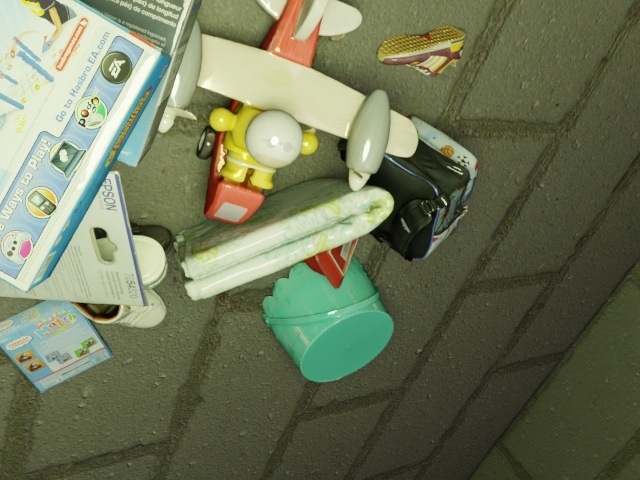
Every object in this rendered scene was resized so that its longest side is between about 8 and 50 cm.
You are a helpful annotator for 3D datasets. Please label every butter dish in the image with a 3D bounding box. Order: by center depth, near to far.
[{"bbox_3d":[0.000,0.000,1.629,0.160,0.118,0.160,58,47,-51],"label":"butter dish"}]

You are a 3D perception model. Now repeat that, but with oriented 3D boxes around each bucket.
[{"bbox_3d":[0.023,0.181,1.780,0.281,0.183,0.281,-21,141,-18],"label":"bucket"}]

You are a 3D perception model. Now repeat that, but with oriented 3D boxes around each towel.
[{"bbox_3d":[-0.081,-0.015,1.378,0.375,0.320,0.090,-22,104,-8],"label":"towel"}]

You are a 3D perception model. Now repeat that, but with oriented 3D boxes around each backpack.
[{"bbox_3d":[0.178,-0.100,1.552,0.213,0.276,0.263,-31,149,-28],"label":"backpack"}]

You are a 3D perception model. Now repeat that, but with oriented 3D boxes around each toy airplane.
[{"bbox_3d":[-0.067,-0.217,1.193,0.386,0.272,0.384,-21,124,4],"label":"toy airplane"}]

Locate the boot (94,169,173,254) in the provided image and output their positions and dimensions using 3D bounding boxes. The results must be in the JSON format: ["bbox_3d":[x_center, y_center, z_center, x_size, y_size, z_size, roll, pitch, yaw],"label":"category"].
[{"bbox_3d":[-0.369,-0.048,1.303,0.263,0.091,0.229,-10,137,-27],"label":"boot"}]

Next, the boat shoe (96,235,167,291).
[{"bbox_3d":[-0.408,0.045,1.244,0.320,0.116,0.099,0,163,-4],"label":"boat shoe"}]

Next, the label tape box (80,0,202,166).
[{"bbox_3d":[-0.274,-0.291,0.928,0.241,0.106,0.333,22,111,-7],"label":"label tape box"}]

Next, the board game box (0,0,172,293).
[{"bbox_3d":[-0.373,-0.151,0.844,0.302,0.086,0.308,31,96,-6],"label":"board game box"}]

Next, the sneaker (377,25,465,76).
[{"bbox_3d":[0.188,-0.337,1.429,0.186,0.069,0.084,-17,135,-21],"label":"sneaker"}]

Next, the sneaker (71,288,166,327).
[{"bbox_3d":[-0.388,0.130,1.461,0.106,0.123,0.290,-42,144,6],"label":"sneaker"}]

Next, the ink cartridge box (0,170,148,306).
[{"bbox_3d":[-0.411,-0.025,1.044,0.330,0.071,0.324,4,145,-3],"label":"ink cartridge box"}]

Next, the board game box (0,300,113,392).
[{"bbox_3d":[-0.521,0.201,1.505,0.160,0.039,0.211,-26,143,-12],"label":"board game box"}]
